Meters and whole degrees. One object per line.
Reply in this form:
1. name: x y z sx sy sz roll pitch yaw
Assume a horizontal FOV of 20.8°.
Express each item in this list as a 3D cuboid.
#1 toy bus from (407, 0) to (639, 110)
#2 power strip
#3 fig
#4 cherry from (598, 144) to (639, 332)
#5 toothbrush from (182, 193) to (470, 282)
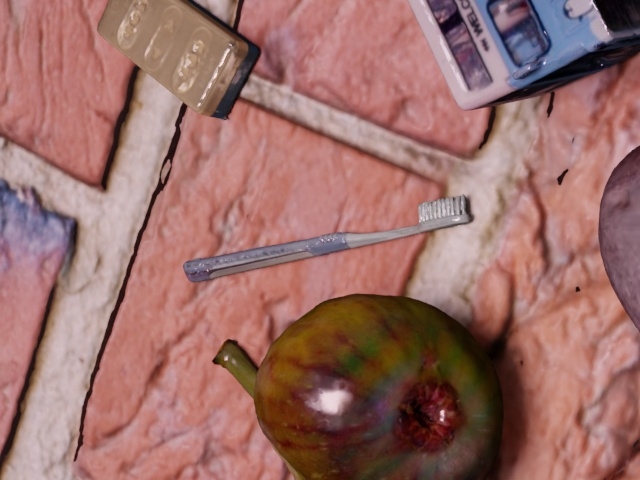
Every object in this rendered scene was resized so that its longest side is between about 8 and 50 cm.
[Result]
1. toy bus: 0.086 -0.224 0.978 0.131 0.106 0.297 -31 79 43
2. power strip: -0.100 -0.136 1.177 0.123 0.032 0.056 39 108 31
3. fig: 0.002 0.099 1.052 0.245 0.149 0.149 -1 86 60
4. cherry: 0.231 0.005 0.872 0.176 0.140 0.176 13 118 27
5. toothbrush: 0.000 0.000 1.107 0.219 0.016 0.019 -13 78 34
